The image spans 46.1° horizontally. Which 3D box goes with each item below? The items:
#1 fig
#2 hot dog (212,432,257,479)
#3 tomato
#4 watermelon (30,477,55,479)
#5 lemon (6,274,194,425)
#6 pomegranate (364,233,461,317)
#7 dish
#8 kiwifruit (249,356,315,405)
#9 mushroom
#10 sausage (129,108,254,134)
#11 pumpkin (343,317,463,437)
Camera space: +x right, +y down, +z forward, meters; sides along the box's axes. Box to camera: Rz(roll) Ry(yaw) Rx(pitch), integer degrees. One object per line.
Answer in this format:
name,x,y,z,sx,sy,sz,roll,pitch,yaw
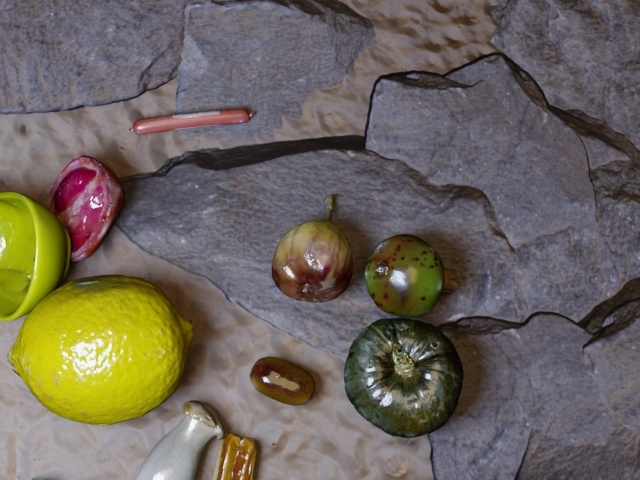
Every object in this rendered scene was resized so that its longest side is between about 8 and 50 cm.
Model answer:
fig,-0.011,0.001,1.426,0.143,0.160,0.231,20,64,-45
hot dog,-0.157,0.428,1.329,0.071,0.045,0.165,13,72,-6
tomato,-0.417,-0.054,1.388,0.173,0.099,0.189,-37,62,22
watermelon,-0.468,0.442,1.267,0.072,0.092,0.084,21,77,-43
lemon,-0.368,0.183,1.265,0.310,0.253,0.253,-7,75,-9
pomegranate,0.178,0.069,1.440,0.205,0.159,0.159,8,71,-33
dish,-0.530,0.019,1.331,0.262,0.108,0.221,17,99,37
kiwifruit,-0.068,0.258,1.378,0.124,0.075,0.075,19,72,0
mushroom,-0.248,0.382,1.305,0.097,0.088,0.212,31,69,13
sausage,-0.258,-0.241,1.517,0.253,0.034,0.034,-7,75,-10
pumpkin,0.152,0.246,1.371,0.223,0.157,0.224,-1,67,1
